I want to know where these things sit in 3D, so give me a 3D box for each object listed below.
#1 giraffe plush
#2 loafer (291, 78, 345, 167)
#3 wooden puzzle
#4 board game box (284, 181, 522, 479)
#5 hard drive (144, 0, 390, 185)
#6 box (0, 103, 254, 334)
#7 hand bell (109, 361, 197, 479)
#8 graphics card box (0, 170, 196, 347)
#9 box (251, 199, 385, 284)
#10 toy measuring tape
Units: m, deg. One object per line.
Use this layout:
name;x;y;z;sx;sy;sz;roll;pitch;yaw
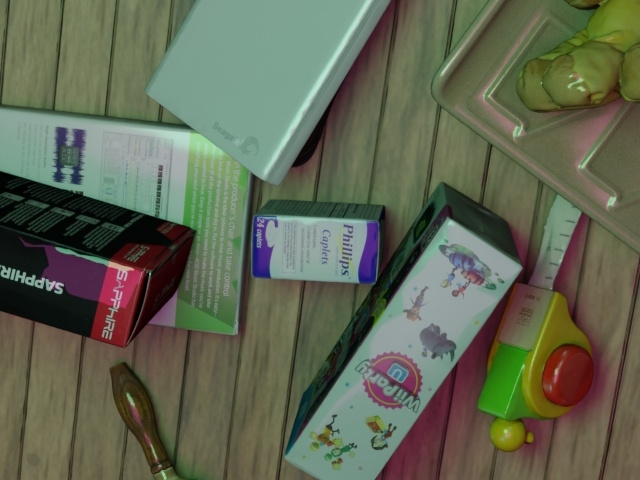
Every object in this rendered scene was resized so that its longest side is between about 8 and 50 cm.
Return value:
giraffe plush;0.290;-0.216;1.330;0.210;0.181;0.170;-6;93;-15
loafer;-0.009;-0.180;1.513;0.080;0.078;0.220;14;102;2
wooden puzzle;0.332;-0.188;1.458;0.348;0.080;0.322;35;94;-12
board game box;0.088;0.102;1.486;0.097;0.224;0.303;31;102;-2
hard drive;-0.041;-0.240;1.470;0.203;0.040;0.307;37;100;30
box;-0.239;-0.025;1.579;0.322;0.058;0.232;7;102;5
hand bell;-0.192;0.257;1.622;0.126;0.126;0.242;-26;85;10
graphics card box;-0.336;-0.005;1.445;0.371;0.233;0.094;17;103;2
box;0.000;0.000;1.524;0.137;0.126;0.072;3;100;5
toy measuring tape;0.267;0.082;1.541;0.121;0.121;0.330;21;85;1
